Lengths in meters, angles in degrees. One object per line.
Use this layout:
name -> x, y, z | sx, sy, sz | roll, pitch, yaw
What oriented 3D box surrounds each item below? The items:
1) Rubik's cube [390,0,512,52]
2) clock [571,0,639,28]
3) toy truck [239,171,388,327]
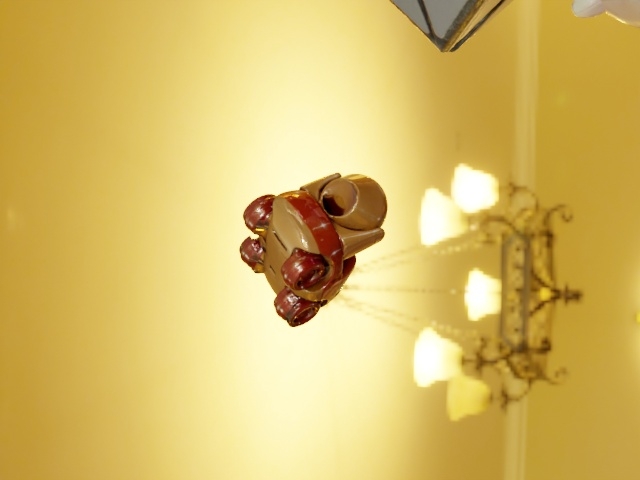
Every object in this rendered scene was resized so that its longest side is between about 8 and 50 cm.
Rubik's cube -> 0.149, -0.376, 1.140 | 0.260, 0.259, 0.255 | -46, -4, -18
clock -> 0.614, -0.476, 1.942 | 0.250, 0.376, 0.368 | 48, -123, -21
toy truck -> 0.000, 0.000, 2.118 | 0.239, 0.189, 0.265 | -24, -27, -23
